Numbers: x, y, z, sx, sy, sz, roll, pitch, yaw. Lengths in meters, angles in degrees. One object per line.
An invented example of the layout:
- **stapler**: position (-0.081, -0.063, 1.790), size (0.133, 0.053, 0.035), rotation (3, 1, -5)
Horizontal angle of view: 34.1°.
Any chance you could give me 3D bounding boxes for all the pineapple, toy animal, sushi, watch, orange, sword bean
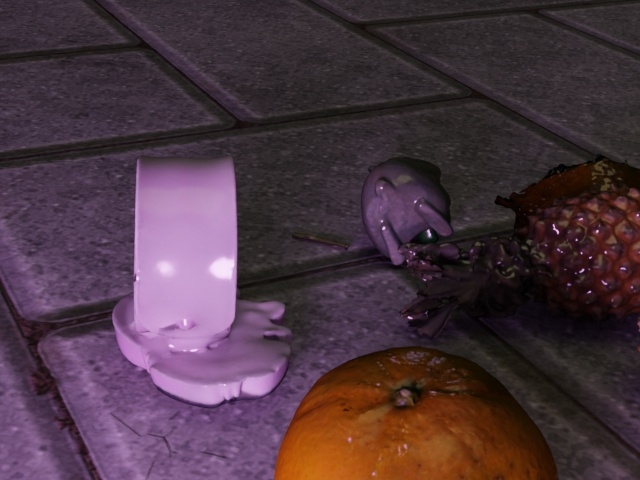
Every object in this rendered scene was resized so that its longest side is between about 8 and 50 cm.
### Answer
- **pineapple**: position (0.264, 0.023, 1.237), size (0.361, 0.175, 0.175), rotation (-2, 28, -13)
- **toy animal**: position (0.114, -0.072, 1.449), size (0.125, 0.127, 0.251), rotation (0, 24, -1)
- **sushi**: position (0.387, -0.048, 1.401), size (0.287, 0.149, 0.140), rotation (-5, 24, -4)
- **watch**: position (-0.121, 0.031, 1.104), size (0.196, 0.231, 0.244), rotation (1, 24, -10)
- **orange**: position (0.078, 0.191, 0.864), size (0.240, 0.171, 0.240), rotation (-1, 35, 1)
- **sword bean**: position (0.000, 0.000, 1.415), size (0.083, 0.012, 0.012), rotation (12, 28, 20)

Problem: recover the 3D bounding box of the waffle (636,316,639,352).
- **waffle**: position (0.549, 0.080, 1.104), size (0.376, 0.114, 0.261), rotation (-12, -6, -30)
